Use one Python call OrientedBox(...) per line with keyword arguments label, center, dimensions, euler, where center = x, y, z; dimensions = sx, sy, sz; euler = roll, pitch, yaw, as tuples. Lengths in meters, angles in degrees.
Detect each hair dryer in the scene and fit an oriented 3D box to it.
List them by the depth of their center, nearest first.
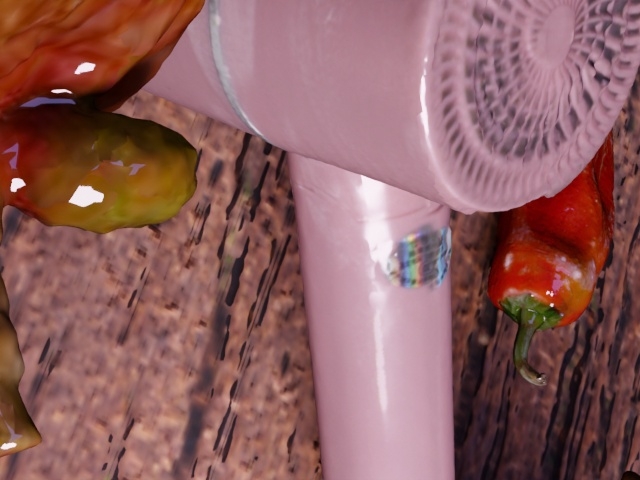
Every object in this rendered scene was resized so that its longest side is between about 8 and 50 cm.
OrientedBox(label="hair dryer", center=(0.000, 0.000, 0.625), dimensions=(0.125, 0.210, 0.352), euler=(-33, 132, -38))

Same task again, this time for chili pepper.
OrientedBox(label="chili pepper", center=(0.111, -0.009, 0.786), dimensions=(0.059, 0.050, 0.191), euler=(44, 46, -26))

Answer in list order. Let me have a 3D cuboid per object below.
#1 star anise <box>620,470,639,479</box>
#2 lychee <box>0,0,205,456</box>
OrientedBox(label="star anise", center=(0.080, 0.223, 0.683), dimensions=(0.220, 0.126, 0.190), euler=(-48, 128, -22))
OrientedBox(label="lychee", center=(-0.142, -0.086, 0.429), dimensions=(0.255, 0.255, 0.300), euler=(-28, 66, -41))
